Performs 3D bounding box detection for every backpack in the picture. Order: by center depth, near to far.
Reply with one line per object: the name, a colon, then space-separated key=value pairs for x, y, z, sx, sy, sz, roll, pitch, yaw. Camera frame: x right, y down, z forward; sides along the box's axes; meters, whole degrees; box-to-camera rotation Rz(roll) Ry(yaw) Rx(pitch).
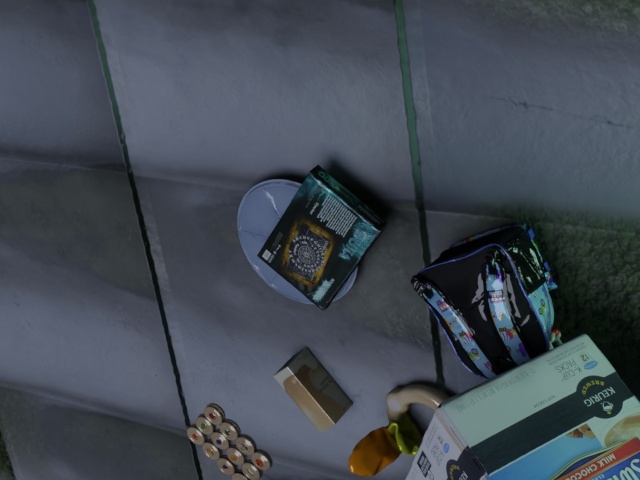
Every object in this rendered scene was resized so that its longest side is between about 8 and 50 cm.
backpack: x=0.226 y=0.082 z=1.555 sx=0.158 sy=0.117 sz=0.173 roll=-24 pitch=97 yaw=40

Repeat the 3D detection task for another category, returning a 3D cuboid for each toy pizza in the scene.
toy pizza: x=-0.030 y=0.000 z=1.746 sx=0.201 sy=0.032 sz=0.201 roll=18 pitch=127 yaw=25

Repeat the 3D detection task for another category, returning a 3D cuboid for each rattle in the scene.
rattle: x=0.160 y=0.281 z=1.725 sx=0.199 sy=0.142 sz=0.130 roll=12 pitch=105 yaw=36

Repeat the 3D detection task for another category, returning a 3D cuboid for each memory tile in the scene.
memory tile: x=-0.156 y=0.350 z=2.064 sx=0.148 sy=0.012 sz=0.113 roll=44 pitch=133 yaw=3

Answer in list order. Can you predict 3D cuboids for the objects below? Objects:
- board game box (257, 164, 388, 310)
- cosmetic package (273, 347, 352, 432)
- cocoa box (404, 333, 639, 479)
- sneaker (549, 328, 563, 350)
board game box: x=0.000 y=0.000 z=1.683 sx=0.126 sy=0.026 sz=0.186 roll=40 pitch=133 yaw=6
cosmetic package: x=-0.011 y=0.226 z=1.856 sx=0.115 sy=0.060 sz=0.041 roll=49 pitch=133 yaw=-4
cocoa box: x=0.259 y=0.327 z=1.514 sx=0.228 sy=0.231 sz=0.347 roll=56 pitch=154 yaw=26
sneaker: x=0.282 y=0.142 z=1.614 sx=0.161 sy=0.057 sz=0.075 roll=22 pitch=111 yaw=23
